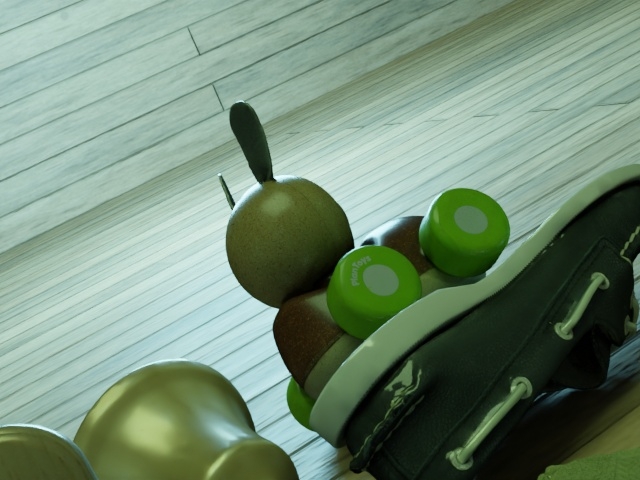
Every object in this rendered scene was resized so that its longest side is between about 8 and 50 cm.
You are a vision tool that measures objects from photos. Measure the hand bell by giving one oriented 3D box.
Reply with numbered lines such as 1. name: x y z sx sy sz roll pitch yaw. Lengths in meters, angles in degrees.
1. hand bell: -0.007 0.137 0.513 0.126 0.126 0.242 -33 25 -35

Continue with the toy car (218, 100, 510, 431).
1. toy car: 0.000 0.000 0.702 0.149 0.188 0.155 -32 -22 -31

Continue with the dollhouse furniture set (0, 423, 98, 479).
1. dollhouse furniture set: -0.231 0.136 0.210 0.394 0.257 0.362 -27 -2 -9

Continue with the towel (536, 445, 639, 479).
1. towel: 0.141 0.126 0.451 0.110 0.027 0.148 -18 14 17

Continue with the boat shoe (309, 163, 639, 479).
1. boat shoe: 0.126 0.054 0.628 0.302 0.091 0.114 -34 -23 -32
